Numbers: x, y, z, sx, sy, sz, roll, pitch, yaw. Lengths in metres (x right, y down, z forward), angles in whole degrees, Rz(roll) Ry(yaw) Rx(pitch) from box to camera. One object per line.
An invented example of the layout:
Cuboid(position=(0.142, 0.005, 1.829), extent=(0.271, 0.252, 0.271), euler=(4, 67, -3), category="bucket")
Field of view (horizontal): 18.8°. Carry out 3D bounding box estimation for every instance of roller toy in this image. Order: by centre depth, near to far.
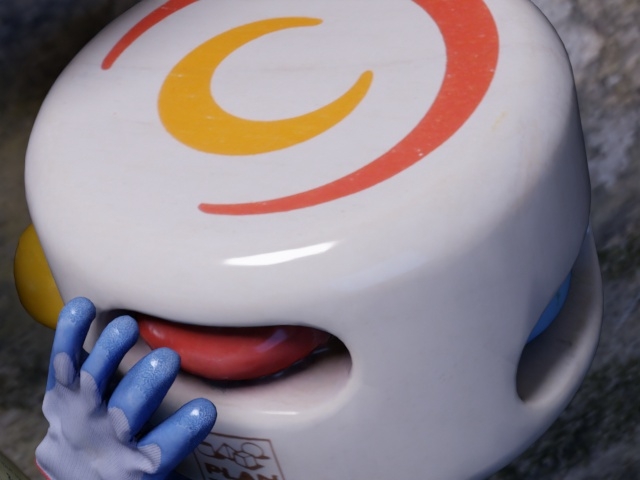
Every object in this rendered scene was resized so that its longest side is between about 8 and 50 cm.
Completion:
Cuboid(position=(0.000, 0.000, 0.692), extent=(0.209, 0.191, 0.146), euler=(-24, 131, -10), category="roller toy")

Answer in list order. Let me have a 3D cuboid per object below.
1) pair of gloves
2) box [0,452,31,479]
Cuboid(position=(-0.106, 0.037, 0.663), extent=(0.023, 0.198, 0.159), euler=(-41, 171, -28), category="pair of gloves")
Cuboid(position=(-0.150, 0.165, 0.700), extent=(0.117, 0.243, 0.213), euler=(-36, 132, 0), category="box")
